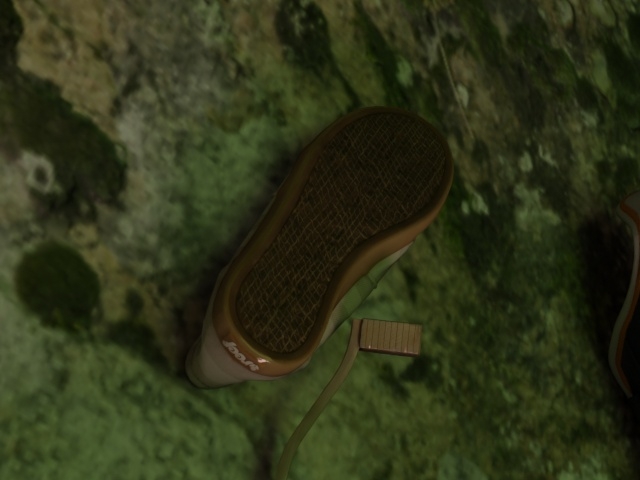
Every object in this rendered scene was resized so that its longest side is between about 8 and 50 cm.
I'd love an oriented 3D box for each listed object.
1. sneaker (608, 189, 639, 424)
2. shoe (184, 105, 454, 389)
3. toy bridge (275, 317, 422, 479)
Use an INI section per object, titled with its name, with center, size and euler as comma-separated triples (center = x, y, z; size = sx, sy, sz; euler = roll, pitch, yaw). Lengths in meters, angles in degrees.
[sneaker]
center = 0.271, 0.106, 0.839
size = 0.126, 0.127, 0.321
euler = -9, 90, -42
[shoe]
center = 0.000, 0.000, 0.674
size = 0.076, 0.058, 0.219
euler = 42, 45, 0
[toy bridge]
center = 0.008, 0.131, 0.630
size = 0.063, 0.026, 0.188
euler = 7, 84, 0
